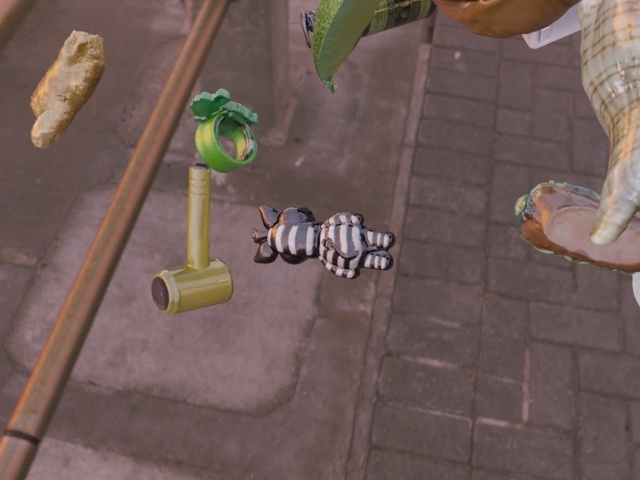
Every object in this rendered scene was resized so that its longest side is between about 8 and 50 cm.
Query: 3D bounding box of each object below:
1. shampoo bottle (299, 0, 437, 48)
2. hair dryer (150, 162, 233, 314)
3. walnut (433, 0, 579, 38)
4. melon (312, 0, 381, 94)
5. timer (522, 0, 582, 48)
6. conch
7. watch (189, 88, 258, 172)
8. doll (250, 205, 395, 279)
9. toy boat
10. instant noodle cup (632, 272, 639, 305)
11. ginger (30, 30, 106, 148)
[{"bbox_3d":[0.087,-0.442,1.365,0.283,0.101,0.101,-22,58,-22],"label":"shampoo bottle"},{"bbox_3d":[-0.238,-0.002,1.329,0.134,0.279,0.090,-11,23,-39],"label":"hair dryer"},{"bbox_3d":[0.273,-0.516,1.141,0.308,0.354,0.398,-39,48,18],"label":"walnut"},{"bbox_3d":[0.036,-0.299,0.993,0.114,0.262,0.053,-30,72,-27],"label":"melon"},{"bbox_3d":[0.579,-0.638,1.802,0.194,0.192,0.195,-22,65,5],"label":"timer"},{"bbox_3d":[0.332,-0.194,0.720,0.169,0.203,0.386,37,99,10],"label":"conch"},{"bbox_3d":[-0.230,-0.239,1.637,0.131,0.165,0.152,-15,59,39],"label":"watch"},{"bbox_3d":[0.000,0.000,0.990,0.219,0.091,0.067,8,12,26],"label":"doll"},{"bbox_3d":[0.426,-0.005,1.033,0.292,0.109,0.099,15,17,-10],"label":"toy boat"},{"bbox_3d":[0.694,-0.020,1.190,0.293,0.294,0.308,31,45,19],"label":"instant noodle cup"},{"bbox_3d":[-0.409,-0.249,1.158,0.081,0.205,0.115,33,13,-15],"label":"ginger"}]
